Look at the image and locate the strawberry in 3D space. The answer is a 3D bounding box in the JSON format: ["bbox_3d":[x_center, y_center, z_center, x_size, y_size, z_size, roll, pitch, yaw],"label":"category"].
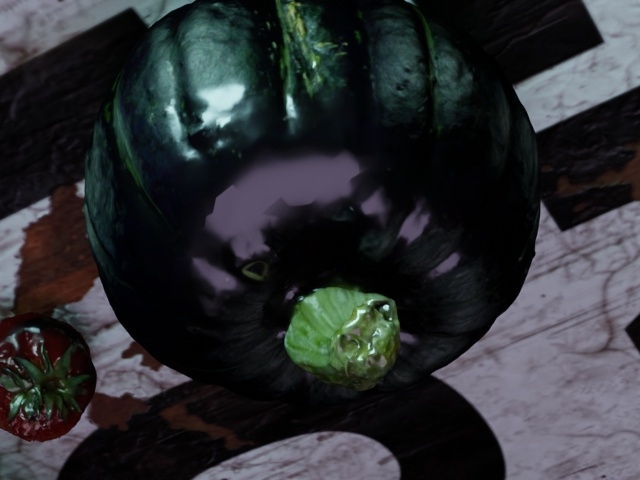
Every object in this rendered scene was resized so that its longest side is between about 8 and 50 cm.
[{"bbox_3d":[-0.222,0.106,1.145,0.106,0.106,0.106,-4,137,-4],"label":"strawberry"}]

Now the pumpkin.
[{"bbox_3d":[0.000,0.000,0.931,0.295,0.296,0.296,-4,137,-4],"label":"pumpkin"}]
